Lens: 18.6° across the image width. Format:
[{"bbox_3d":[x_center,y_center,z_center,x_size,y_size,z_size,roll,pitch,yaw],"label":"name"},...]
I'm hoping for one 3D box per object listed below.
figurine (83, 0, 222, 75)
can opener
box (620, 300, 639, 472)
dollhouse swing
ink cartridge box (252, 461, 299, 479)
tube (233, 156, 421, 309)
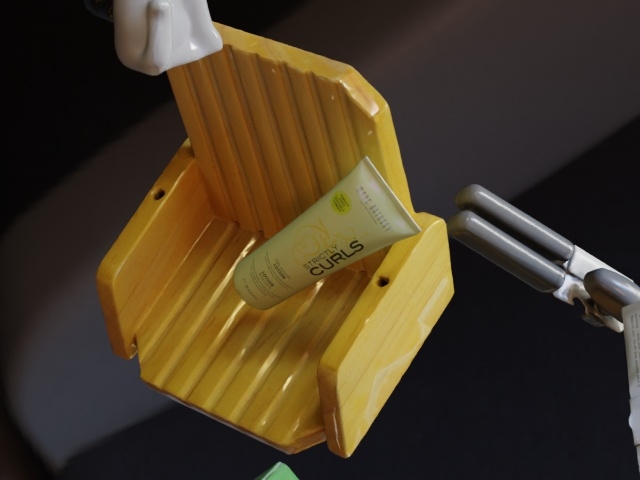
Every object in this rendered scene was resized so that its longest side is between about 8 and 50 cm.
[{"bbox_3d":[-0.160,-0.273,1.661,0.092,0.215,0.209,-15,120,-12],"label":"figurine"},{"bbox_3d":[0.278,0.019,2.307,0.280,0.074,0.093,29,152,-19],"label":"can opener"},{"bbox_3d":[0.405,0.153,1.748,0.231,0.262,0.127,-26,138,30],"label":"box"},{"bbox_3d":[-0.083,-0.006,2.066,0.315,0.347,0.305,-56,145,-17],"label":"dollhouse swing"},{"bbox_3d":[-0.068,0.351,1.572,0.121,0.211,0.289,-39,-179,41],"label":"ink cartridge box"},{"bbox_3d":[0.000,0.000,2.003,0.070,0.062,0.240,22,144,-31],"label":"tube"}]
